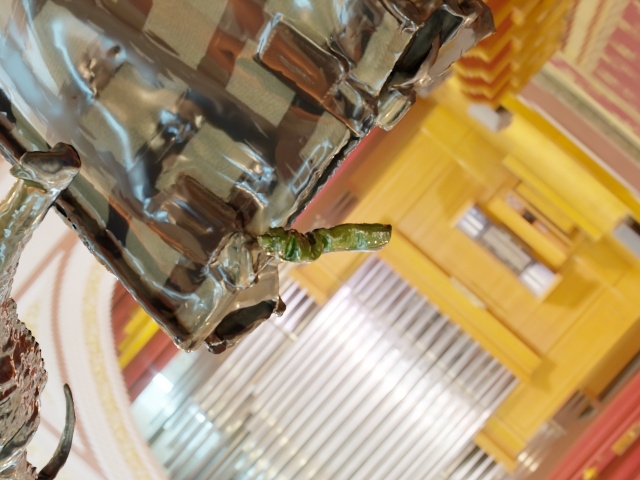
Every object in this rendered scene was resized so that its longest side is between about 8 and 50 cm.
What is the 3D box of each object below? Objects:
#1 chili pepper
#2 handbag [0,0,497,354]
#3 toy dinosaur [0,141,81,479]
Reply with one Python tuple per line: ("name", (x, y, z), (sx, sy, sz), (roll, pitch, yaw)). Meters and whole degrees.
("chili pepper", (0.000, 0.000, 0.631), (0.083, 0.022, 0.027), (-4, -163, -28))
("handbag", (-0.090, -0.143, 0.756), (0.162, 0.325, 0.327), (-17, -119, -49))
("toy dinosaur", (-0.173, 0.077, 0.530), (0.076, 0.147, 0.363), (57, 157, 20))
